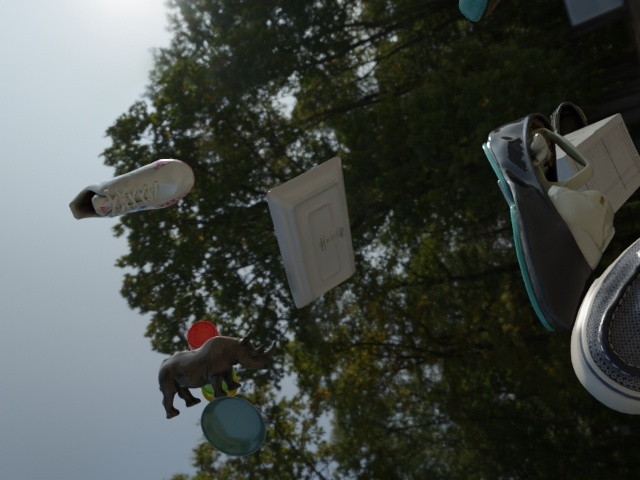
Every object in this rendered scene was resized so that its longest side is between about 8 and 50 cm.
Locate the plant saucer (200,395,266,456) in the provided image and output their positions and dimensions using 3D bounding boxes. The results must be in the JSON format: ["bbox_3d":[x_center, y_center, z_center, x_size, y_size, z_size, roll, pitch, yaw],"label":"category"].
[{"bbox_3d":[-0.150,0.322,0.898,0.021,0.119,0.119,-56,-55,-73],"label":"plant saucer"}]

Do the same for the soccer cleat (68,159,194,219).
[{"bbox_3d":[-0.465,-0.109,1.257,0.143,0.331,0.116,-57,-49,-60],"label":"soccer cleat"}]

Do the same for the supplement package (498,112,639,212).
[{"bbox_3d":[0.463,-0.112,0.929,0.244,0.134,0.139,-31,-84,-35],"label":"supplement package"}]

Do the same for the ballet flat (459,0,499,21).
[{"bbox_3d":[0.384,-0.597,1.095,0.116,0.124,0.342,41,-177,7],"label":"ballet flat"}]

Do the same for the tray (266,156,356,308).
[{"bbox_3d":[0.000,0.000,0.885,0.145,0.030,0.270,-31,-46,-22],"label":"tray"}]

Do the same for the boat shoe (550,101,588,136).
[{"bbox_3d":[0.555,-0.190,1.113,0.069,0.081,0.227,15,-119,-67],"label":"boat shoe"}]

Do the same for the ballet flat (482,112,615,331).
[{"bbox_3d":[0.174,-0.029,0.384,0.074,0.074,0.203,46,-148,-35],"label":"ballet flat"}]

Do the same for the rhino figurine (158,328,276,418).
[{"bbox_3d":[-0.191,0.233,0.939,0.073,0.243,0.106,-7,-106,-81],"label":"rhino figurine"}]

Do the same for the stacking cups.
[{"bbox_3d":[-0.246,0.285,1.166,0.316,0.096,0.096,96,-177,-57],"label":"stacking cups"}]

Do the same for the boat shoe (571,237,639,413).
[{"bbox_3d":[0.353,-0.005,0.443,0.340,0.127,0.158,-41,-33,-17],"label":"boat shoe"}]
